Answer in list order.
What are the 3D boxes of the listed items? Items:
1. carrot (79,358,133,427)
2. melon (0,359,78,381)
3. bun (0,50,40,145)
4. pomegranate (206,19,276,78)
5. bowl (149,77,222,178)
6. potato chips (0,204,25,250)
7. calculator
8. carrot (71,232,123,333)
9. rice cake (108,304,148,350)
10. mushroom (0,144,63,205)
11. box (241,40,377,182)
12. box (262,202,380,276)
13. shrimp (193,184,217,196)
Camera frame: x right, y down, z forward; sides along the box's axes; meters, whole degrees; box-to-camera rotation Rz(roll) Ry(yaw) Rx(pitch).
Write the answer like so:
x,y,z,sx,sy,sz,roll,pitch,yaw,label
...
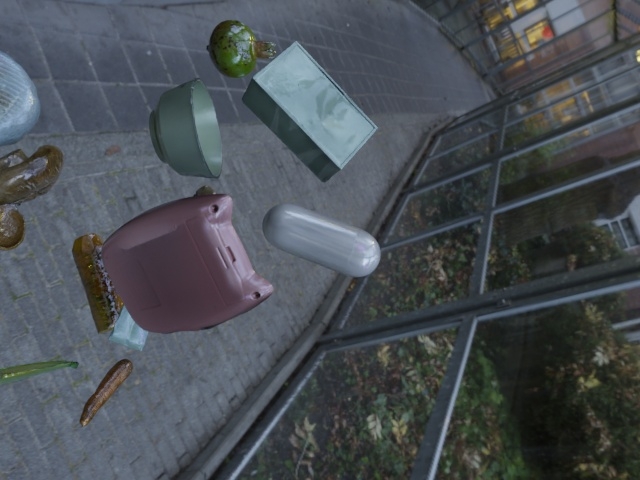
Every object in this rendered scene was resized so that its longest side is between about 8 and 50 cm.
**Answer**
x,y,z,sx,sy,sz,roll,pitch,yaw,label
-0.641,0.447,1.390,0.059,0.059,0.248,56,28,-19,carrot
-0.945,0.426,1.552,0.261,0.114,0.053,-8,75,-16,melon
-1.050,-0.420,1.402,0.361,0.211,0.362,21,55,-34,bun
-0.234,-0.562,1.373,0.159,0.204,0.160,3,90,-84,pomegranate
-0.287,-0.226,0.987,0.211,0.111,0.212,-9,90,-87,bowl
-1.033,-0.051,1.509,0.150,0.049,0.202,55,17,-60,potato chips
-0.243,0.055,0.768,0.048,0.329,0.220,-42,110,-56,calculator
-0.682,0.131,1.453,0.114,0.114,0.302,-16,88,-59,carrot
-0.454,0.159,1.174,0.085,0.040,0.226,28,46,-26,rice cake
-0.890,-0.221,1.442,0.156,0.151,0.286,55,38,-22,mushroom
-0.019,-0.241,0.893,0.225,0.086,0.129,45,64,-8,box
0.000,-0.001,1.380,0.288,0.348,0.141,148,-37,-87,box
-0.379,-0.012,1.630,0.085,0.246,0.361,-17,120,-39,shrimp
